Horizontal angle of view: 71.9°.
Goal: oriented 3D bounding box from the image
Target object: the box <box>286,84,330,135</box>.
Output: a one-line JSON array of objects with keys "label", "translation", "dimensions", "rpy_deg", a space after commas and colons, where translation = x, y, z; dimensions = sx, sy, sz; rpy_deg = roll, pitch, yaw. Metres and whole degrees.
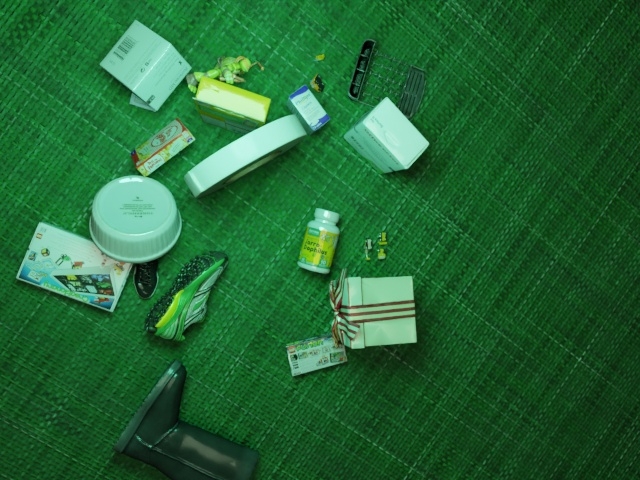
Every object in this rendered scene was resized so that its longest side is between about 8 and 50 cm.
[{"label": "box", "translation": [-0.043, -0.431, 1.472], "dimensions": [0.072, 0.126, 0.137], "rpy_deg": [-39, 100, -4]}]

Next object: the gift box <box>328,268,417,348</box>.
[{"label": "gift box", "translation": [0.162, 0.223, 1.476], "dimensions": [0.258, 0.276, 0.255], "rpy_deg": [-2, 78, -10]}]

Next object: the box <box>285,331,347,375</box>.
[{"label": "box", "translation": [-0.014, 0.404, 1.588], "dimensions": [0.207, 0.036, 0.114], "rpy_deg": [-12, 96, -9]}]

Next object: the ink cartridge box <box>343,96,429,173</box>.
[{"label": "ink cartridge box", "translation": [0.207, -0.331, 1.448], "dimensions": [0.198, 0.273, 0.115], "rpy_deg": [44, 87, -10]}]

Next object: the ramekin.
[{"label": "ramekin", "translation": [-0.562, -0.077, 1.347], "dimensions": [0.273, 0.127, 0.273], "rpy_deg": [9, 58, -15]}]

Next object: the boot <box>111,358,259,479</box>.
[{"label": "boot", "translation": [-0.401, 0.652, 1.483], "dimensions": [0.445, 0.146, 0.367], "rpy_deg": [34, 97, -7]}]

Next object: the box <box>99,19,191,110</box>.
[{"label": "box", "translation": [-0.532, -0.533, 1.347], "dimensions": [0.182, 0.119, 0.181], "rpy_deg": [38, 89, 20]}]

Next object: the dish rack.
[{"label": "dish rack", "translation": [0.238, -0.549, 1.538], "dimensions": [0.271, 0.074, 0.208], "rpy_deg": [17, 92, -11]}]

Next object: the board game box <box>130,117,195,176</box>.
[{"label": "board game box", "translation": [-0.500, -0.297, 1.394], "dimensions": [0.193, 0.147, 0.045], "rpy_deg": [-39, 129, -6]}]

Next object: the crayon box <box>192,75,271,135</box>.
[{"label": "crayon box", "translation": [-0.262, -0.397, 1.337], "dimensions": [0.203, 0.323, 0.083], "rpy_deg": [16, 92, -11]}]

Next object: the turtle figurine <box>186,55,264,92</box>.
[{"label": "turtle figurine", "translation": [-0.306, -0.526, 1.377], "dimensions": [0.217, 0.269, 0.087], "rpy_deg": [-13, 119, 15]}]

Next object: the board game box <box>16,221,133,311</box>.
[{"label": "board game box", "translation": [-0.779, 0.086, 1.423], "dimensions": [0.305, 0.053, 0.193], "rpy_deg": [23, 90, -11]}]

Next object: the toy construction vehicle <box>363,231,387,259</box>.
[{"label": "toy construction vehicle", "translation": [0.199, 0.020, 1.600], "dimensions": [0.086, 0.035, 0.098], "rpy_deg": [-7, 98, -20]}]

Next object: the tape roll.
[{"label": "tape roll", "translation": [-0.222, -0.249, 1.323], "dimensions": [0.392, 0.392, 0.072], "rpy_deg": [-31, 99, -6]}]

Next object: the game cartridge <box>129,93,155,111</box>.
[{"label": "game cartridge", "translation": [-0.572, -0.458, 1.435], "dimensions": [0.083, 0.017, 0.056], "rpy_deg": [16, 95, -11]}]

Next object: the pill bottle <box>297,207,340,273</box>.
[{"label": "pill bottle", "translation": [0.000, 0.000, 1.518], "dimensions": [0.117, 0.117, 0.208], "rpy_deg": [15, 92, -11]}]

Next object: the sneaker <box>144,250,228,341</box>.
[{"label": "sneaker", "translation": [-0.423, 0.181, 1.472], "dimensions": [0.343, 0.134, 0.146], "rpy_deg": [-52, 125, -6]}]

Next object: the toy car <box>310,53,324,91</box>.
[{"label": "toy car", "translation": [-0.007, -0.574, 1.523], "dimensions": [0.040, 0.060, 0.122], "rpy_deg": [4, 73, 32]}]

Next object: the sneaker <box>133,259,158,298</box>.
[{"label": "sneaker", "translation": [-0.571, 0.088, 1.424], "dimensions": [0.079, 0.121, 0.217], "rpy_deg": [7, 93, -9]}]
